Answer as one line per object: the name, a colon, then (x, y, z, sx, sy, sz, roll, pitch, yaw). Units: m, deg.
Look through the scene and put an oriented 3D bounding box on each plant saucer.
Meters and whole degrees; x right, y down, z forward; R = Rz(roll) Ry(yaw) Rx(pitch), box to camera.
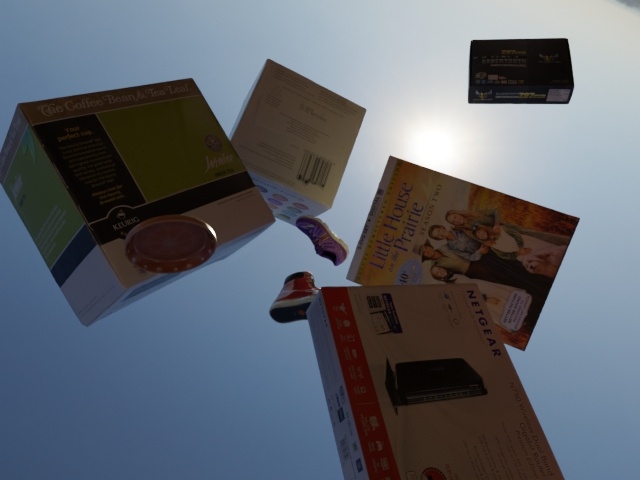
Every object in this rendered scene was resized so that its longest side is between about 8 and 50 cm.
plant saucer: (-0.140, 0.003, 0.484, 0.083, 0.084, 0.013, 5, -130, -28)

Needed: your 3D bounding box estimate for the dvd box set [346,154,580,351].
dvd box set: (0.299, 0.020, 1.142, 0.419, 0.308, 0.062, 22, -171, 15)

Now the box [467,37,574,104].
box: (0.476, -0.410, 1.245, 0.232, 0.059, 0.184, 5, -125, 13)

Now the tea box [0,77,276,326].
tea box: (-0.321, -0.080, 0.922, 0.328, 0.220, 0.324, -28, -92, -46)

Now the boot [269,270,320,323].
boot: (-0.008, 0.141, 1.435, 0.244, 0.089, 0.176, -5, -145, 24)

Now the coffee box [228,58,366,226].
coffee box: (-0.115, -0.280, 1.601, 0.337, 0.334, 0.339, 24, -105, -16)

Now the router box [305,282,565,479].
router box: (0.159, 0.227, 0.781, 0.300, 0.082, 0.336, 0, -126, -23)

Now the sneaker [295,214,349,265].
sneaker: (0.000, 0.000, 1.359, 0.169, 0.068, 0.071, 39, -127, 2)
